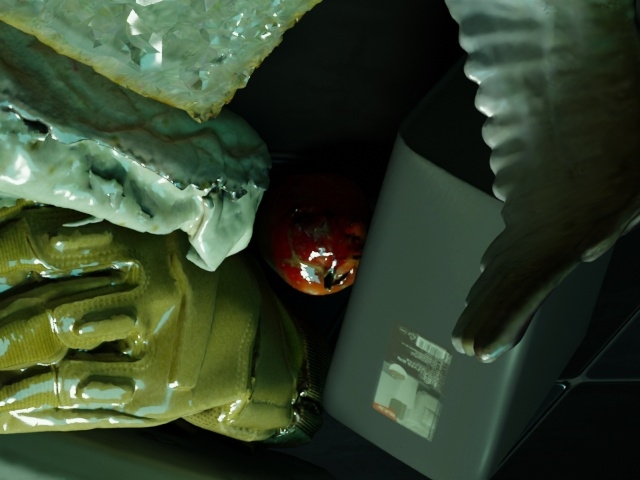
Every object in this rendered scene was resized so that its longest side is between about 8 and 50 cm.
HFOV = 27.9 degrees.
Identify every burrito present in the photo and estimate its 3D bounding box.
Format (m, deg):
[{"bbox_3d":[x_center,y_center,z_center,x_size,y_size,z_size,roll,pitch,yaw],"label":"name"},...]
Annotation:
[{"bbox_3d":[-0.153,-0.069,0.559,0.309,0.096,0.066,22,142,-30],"label":"burrito"}]

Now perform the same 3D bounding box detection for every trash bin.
[{"bbox_3d":[0.098,0.004,0.716,0.165,0.115,0.225,-46,159,-36],"label":"trash bin"}]

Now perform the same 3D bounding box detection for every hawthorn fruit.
[{"bbox_3d":[-0.001,-0.004,0.750,0.077,0.077,0.077,-11,145,-8],"label":"hawthorn fruit"}]

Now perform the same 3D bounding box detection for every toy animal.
[{"bbox_3d":[0.088,-0.098,0.435,0.197,0.272,0.160,-34,118,30],"label":"toy animal"}]

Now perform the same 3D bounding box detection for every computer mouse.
[{"bbox_3d":[-0.110,0.162,0.802,0.331,0.095,0.197,17,176,-3],"label":"computer mouse"}]

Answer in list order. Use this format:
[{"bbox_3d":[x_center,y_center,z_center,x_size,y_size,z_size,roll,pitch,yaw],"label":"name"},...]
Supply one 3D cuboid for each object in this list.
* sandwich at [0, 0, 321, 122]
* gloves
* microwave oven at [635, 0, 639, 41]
[{"bbox_3d":[-0.039,-0.188,0.439,0.301,0.099,0.271,-37,151,27],"label":"sandwich"},{"bbox_3d":[-0.104,0.034,0.697,0.141,0.154,0.331,-14,155,25],"label":"gloves"},{"bbox_3d":[0.289,-0.064,0.533,0.286,0.355,0.218,1,140,-25],"label":"microwave oven"}]
